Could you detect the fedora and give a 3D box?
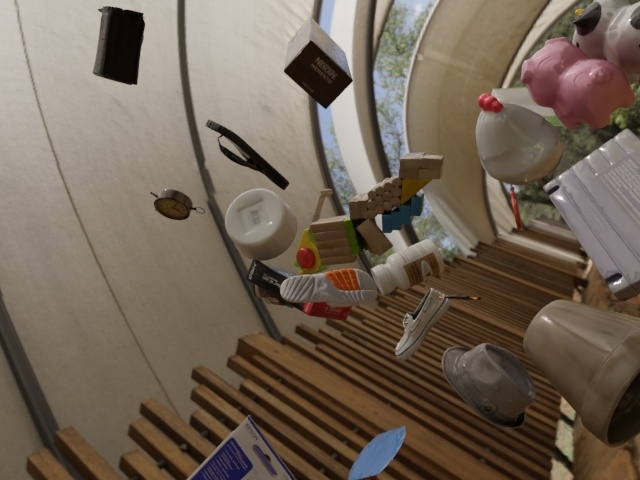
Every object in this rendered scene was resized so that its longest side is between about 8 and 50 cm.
[{"bbox_3d":[0.492,0.384,1.201,0.244,0.275,0.124,-22,-27,-54],"label":"fedora"}]

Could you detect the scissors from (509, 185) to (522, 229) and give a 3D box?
[{"bbox_3d":[0.711,-0.179,1.574,0.109,0.021,0.297,19,-116,-57],"label":"scissors"}]

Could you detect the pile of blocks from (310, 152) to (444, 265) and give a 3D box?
[{"bbox_3d":[0.140,-0.066,0.965,0.362,0.149,0.112,-35,3,30],"label":"pile of blocks"}]

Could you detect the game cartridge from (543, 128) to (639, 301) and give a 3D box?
[{"bbox_3d":[0.665,-0.068,0.922,0.068,0.230,0.355,33,-145,-30],"label":"game cartridge"}]

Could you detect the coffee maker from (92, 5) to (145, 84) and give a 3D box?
[{"bbox_3d":[-0.543,-0.519,1.145,0.120,0.171,0.178,7,-77,-26],"label":"coffee maker"}]

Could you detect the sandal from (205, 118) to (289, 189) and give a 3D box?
[{"bbox_3d":[-0.179,-0.198,1.045,0.254,0.097,0.054,40,-91,-30],"label":"sandal"}]

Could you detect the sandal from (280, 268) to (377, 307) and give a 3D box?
[{"bbox_3d":[0.023,0.138,1.190,0.076,0.265,0.102,88,-179,-64],"label":"sandal"}]

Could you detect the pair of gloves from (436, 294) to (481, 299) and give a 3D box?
[{"bbox_3d":[0.313,0.128,0.965,0.083,0.074,0.010,10,-101,-46],"label":"pair of gloves"}]

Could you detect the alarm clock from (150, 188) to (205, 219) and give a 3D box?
[{"bbox_3d":[-0.515,-0.129,1.558,0.129,0.192,0.064,108,175,-56],"label":"alarm clock"}]

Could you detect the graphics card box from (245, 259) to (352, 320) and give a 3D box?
[{"bbox_3d":[-0.084,0.189,1.635,0.233,0.371,0.094,20,-88,-52],"label":"graphics card box"}]

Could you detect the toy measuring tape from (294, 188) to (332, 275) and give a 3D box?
[{"bbox_3d":[0.000,0.000,1.383,0.121,0.121,0.330,-24,-38,-53],"label":"toy measuring tape"}]

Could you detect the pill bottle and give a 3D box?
[{"bbox_3d":[0.301,0.098,1.490,0.229,0.131,0.131,-24,-37,-4],"label":"pill bottle"}]

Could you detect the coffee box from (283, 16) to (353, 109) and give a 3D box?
[{"bbox_3d":[-0.008,-0.548,1.304,0.168,0.297,0.119,36,-60,-27],"label":"coffee box"}]

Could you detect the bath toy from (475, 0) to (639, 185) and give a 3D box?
[{"bbox_3d":[0.337,-0.224,0.556,0.348,0.129,0.151,-42,15,3],"label":"bath toy"}]

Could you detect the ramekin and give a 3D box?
[{"bbox_3d":[-0.242,-0.071,1.697,0.277,0.277,0.135,-60,-21,-13],"label":"ramekin"}]

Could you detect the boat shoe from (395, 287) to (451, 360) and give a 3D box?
[{"bbox_3d":[0.269,0.231,1.202,0.226,0.076,0.083,-54,2,5],"label":"boat shoe"}]

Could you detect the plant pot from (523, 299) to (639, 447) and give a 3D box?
[{"bbox_3d":[0.703,0.297,1.095,0.323,0.280,0.323,-13,-61,-24],"label":"plant pot"}]

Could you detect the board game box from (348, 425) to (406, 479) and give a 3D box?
[{"bbox_3d":[0.134,0.476,0.931,0.133,0.033,0.168,-38,-6,-45],"label":"board game box"}]

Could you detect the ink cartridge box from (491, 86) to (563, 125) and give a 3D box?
[{"bbox_3d":[0.703,-0.443,1.470,0.056,0.171,0.235,87,-179,-52],"label":"ink cartridge box"}]

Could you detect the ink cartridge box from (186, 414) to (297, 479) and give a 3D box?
[{"bbox_3d":[-0.186,0.539,0.917,0.371,0.176,0.069,-51,-19,23],"label":"ink cartridge box"}]

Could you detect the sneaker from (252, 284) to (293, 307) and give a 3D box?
[{"bbox_3d":[-0.176,0.224,1.875,0.295,0.178,0.124,60,-147,-67],"label":"sneaker"}]
